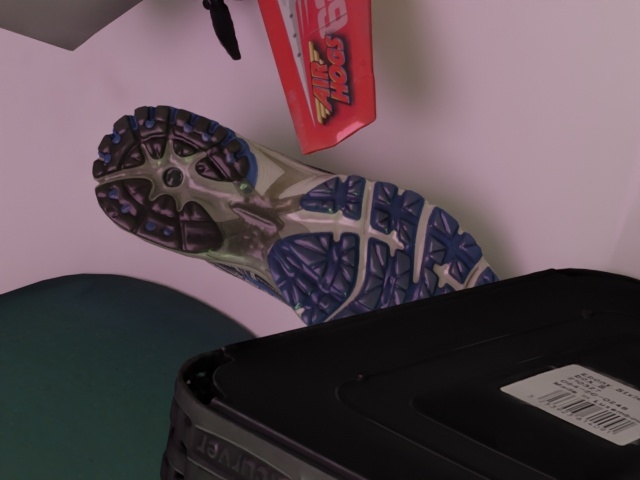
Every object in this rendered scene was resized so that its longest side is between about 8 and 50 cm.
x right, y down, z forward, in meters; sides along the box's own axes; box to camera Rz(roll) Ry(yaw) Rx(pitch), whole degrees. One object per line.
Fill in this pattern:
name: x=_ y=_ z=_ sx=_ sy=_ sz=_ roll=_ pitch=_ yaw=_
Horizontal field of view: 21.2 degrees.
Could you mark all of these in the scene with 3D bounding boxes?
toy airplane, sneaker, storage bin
toy airplane: x=0.014 y=-0.105 z=0.497 sx=0.151 sy=0.028 sz=0.151 roll=-11 pitch=75 yaw=47
sneaker: x=0.000 y=0.000 z=0.517 sx=0.135 sy=0.058 sz=0.052 roll=30 pitch=91 yaw=11
storage bin: x=0.057 y=0.072 z=0.389 sx=0.122 sy=0.180 sz=0.084 roll=24 pitch=110 yaw=35

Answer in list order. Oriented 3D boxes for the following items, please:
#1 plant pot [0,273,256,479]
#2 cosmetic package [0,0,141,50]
plant pot: x=-0.143 y=0.169 z=0.537 sx=0.293 sy=0.235 sz=0.293 roll=6 pitch=100 yaw=40
cosmetic package: x=-0.040 y=-0.163 z=0.472 sx=0.238 sy=0.107 sz=0.127 roll=-26 pitch=62 yaw=36
